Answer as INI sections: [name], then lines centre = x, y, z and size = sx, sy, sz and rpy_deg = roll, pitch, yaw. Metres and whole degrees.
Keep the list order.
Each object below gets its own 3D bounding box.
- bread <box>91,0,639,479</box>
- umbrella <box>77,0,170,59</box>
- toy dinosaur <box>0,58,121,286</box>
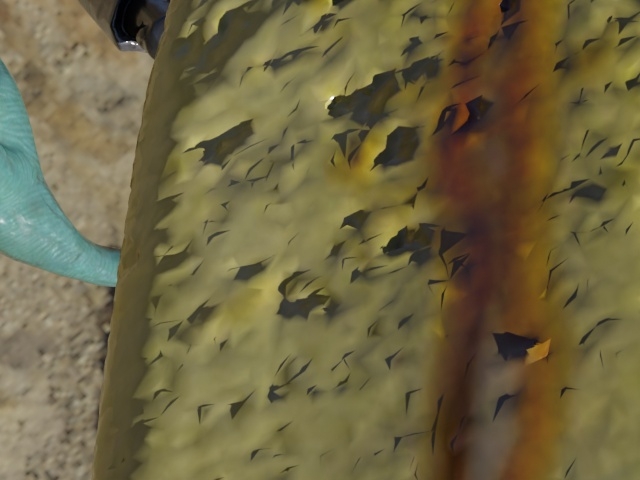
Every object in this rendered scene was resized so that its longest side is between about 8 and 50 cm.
[bread]
centre = 0.082, -0.007, 0.653
size = 0.242, 0.346, 0.404
rpy_deg = 47, 41, -69
[umbrella]
centre = -0.183, -0.231, 1.339
size = 0.067, 0.073, 0.337
rpy_deg = -4, 32, -28
[toy dinosaur]
centre = -0.232, -0.094, 1.119
size = 0.331, 0.129, 0.383
rpy_deg = -7, 72, -62
